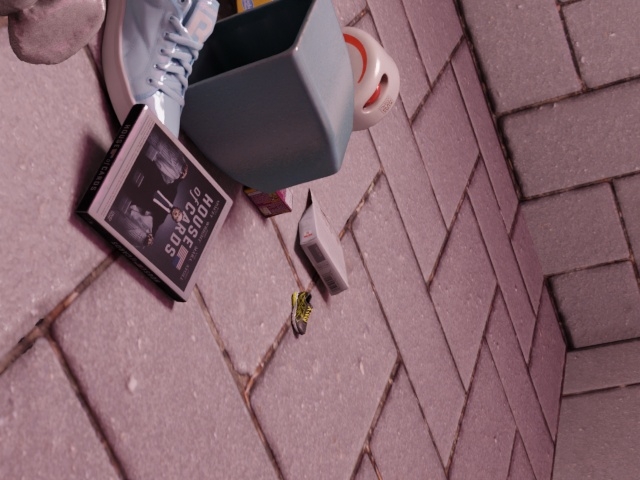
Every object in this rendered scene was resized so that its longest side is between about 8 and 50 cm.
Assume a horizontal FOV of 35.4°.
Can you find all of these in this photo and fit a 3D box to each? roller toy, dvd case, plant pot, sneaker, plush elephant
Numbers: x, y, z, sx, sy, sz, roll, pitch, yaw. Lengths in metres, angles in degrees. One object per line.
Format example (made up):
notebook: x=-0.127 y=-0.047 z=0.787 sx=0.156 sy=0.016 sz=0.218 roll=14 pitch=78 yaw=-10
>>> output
roller toy: x=0.061 y=-0.327 z=2.075 sx=0.146 sy=0.191 sz=0.209 roll=29 pitch=51 yaw=-61
dvd case: x=-0.224 y=-0.048 z=1.407 sx=0.239 sy=0.029 sz=0.179 roll=49 pitch=55 yaw=-46
plant pot: x=-0.070 y=-0.225 z=1.641 sx=0.252 sy=0.247 sz=0.247 roll=61 pitch=27 yaw=-29
sneaker: x=-0.223 y=-0.302 z=1.465 sx=0.135 sy=0.150 sz=0.366 roll=21 pitch=60 yaw=-61
plush elephant: x=-0.353 y=-0.338 z=1.081 sx=0.255 sy=0.329 sz=0.272 roll=-64 pitch=145 yaw=-30
sneaker: x=-0.031 y=0.129 z=1.810 sx=0.031 sy=0.035 sz=0.083 roll=33 pitch=48 yaw=-57

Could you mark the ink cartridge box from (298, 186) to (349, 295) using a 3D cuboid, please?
ink cartridge box: x=0.000 y=0.000 z=1.974 sx=0.145 sy=0.045 sz=0.179 roll=59 pitch=10 yaw=-34

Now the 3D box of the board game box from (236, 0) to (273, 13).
board game box: x=-0.114 y=-0.510 z=1.843 sx=0.242 sy=0.064 sz=0.317 roll=52 pitch=30 yaw=-79

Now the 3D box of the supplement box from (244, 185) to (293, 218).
supplement box: x=-0.090 y=-0.084 z=1.769 sx=0.083 sy=0.055 sz=0.043 roll=54 pitch=30 yaw=-44
